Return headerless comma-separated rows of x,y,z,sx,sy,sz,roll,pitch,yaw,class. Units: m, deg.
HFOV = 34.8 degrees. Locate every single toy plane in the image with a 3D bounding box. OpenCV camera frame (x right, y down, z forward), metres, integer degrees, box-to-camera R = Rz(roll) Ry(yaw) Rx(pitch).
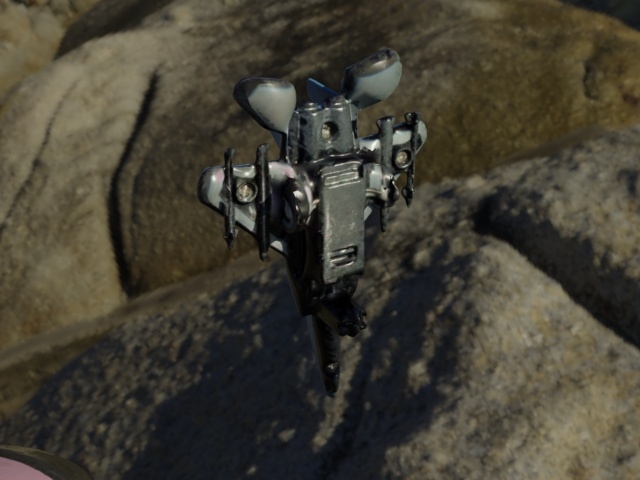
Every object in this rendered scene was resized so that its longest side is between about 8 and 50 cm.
0.004,0.003,0.675,0.169,0.246,0.078,-16,21,-26,toy plane

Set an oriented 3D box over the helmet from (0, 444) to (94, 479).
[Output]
-0.221,0.218,0.546,0.253,0.198,0.154,-26,-12,3,helmet
